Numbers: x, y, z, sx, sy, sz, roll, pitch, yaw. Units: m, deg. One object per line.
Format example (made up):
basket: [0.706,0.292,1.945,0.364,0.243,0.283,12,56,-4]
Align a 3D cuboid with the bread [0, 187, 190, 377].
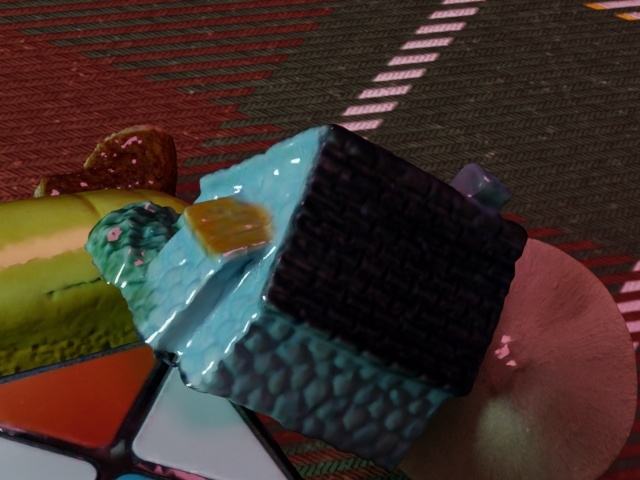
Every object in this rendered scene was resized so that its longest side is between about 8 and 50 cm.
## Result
bread: [-0.260,0.082,1.706,0.377,0.251,0.208,-10,25,-18]

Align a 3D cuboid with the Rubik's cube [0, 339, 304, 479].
Rubik's cube: [-0.162,0.251,1.494,0.250,0.248,0.246,-14,44,-28]

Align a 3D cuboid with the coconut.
coconut: [0.153,0.114,1.696,0.237,0.237,0.266,12,2,5]

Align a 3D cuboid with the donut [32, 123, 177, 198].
donut: [-0.204,-0.029,1.952,0.187,0.126,0.144,-12,49,-23]

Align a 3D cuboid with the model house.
model house: [0.000,0.000,1.532,0.261,0.241,0.226,27,21,-40]
